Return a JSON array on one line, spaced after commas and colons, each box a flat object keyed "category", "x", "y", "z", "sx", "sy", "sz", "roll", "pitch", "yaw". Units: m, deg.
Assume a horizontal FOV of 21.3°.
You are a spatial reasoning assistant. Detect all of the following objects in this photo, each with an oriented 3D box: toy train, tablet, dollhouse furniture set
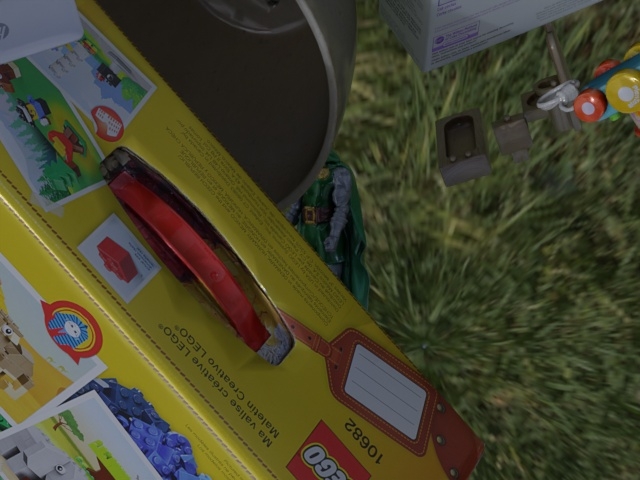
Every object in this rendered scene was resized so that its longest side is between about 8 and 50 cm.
[{"category": "toy train", "x": 0.216, "y": -0.113, "z": 1.025, "sx": 0.166, "sy": 0.125, "sz": 0.046, "roll": -37, "pitch": 99, "yaw": -4}, {"category": "tablet", "x": -0.165, "y": -0.111, "z": 0.867, "sx": 0.083, "sy": 0.006, "sz": 0.054, "roll": -18, "pitch": 58, "yaw": -3}, {"category": "dollhouse furniture set", "x": 0.180, "y": -0.160, "z": 1.757, "sx": 0.151, "sy": 0.144, "sz": 0.123, "roll": -17, "pitch": 117, "yaw": 11}]

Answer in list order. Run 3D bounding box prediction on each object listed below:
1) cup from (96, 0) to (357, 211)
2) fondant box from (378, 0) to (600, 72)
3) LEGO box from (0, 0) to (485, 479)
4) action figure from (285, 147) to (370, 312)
[{"category": "cup", "x": -0.100, "y": -0.207, "z": 1.509, "sx": 0.331, "sy": 0.237, "sz": 0.331, "roll": 13, "pitch": 128, "yaw": 16}, {"category": "fondant box", "x": 0.185, "y": -0.328, "z": 1.558, "sx": 0.238, "sy": 0.330, "sz": 0.096, "roll": -23, "pitch": 60, "yaw": -17}, {"category": "LEGO box", "x": -0.191, "y": 0.087, "z": 1.251, "sx": 0.500, "sy": 0.193, "sz": 0.372, "roll": 49, "pitch": 132, "yaw": -7}, {"category": "action figure", "x": 0.000, "y": 0.000, "z": 1.765, "sx": 0.137, "sy": 0.063, "sz": 0.232, "roll": 2, "pitch": 94, "yaw": 41}]
